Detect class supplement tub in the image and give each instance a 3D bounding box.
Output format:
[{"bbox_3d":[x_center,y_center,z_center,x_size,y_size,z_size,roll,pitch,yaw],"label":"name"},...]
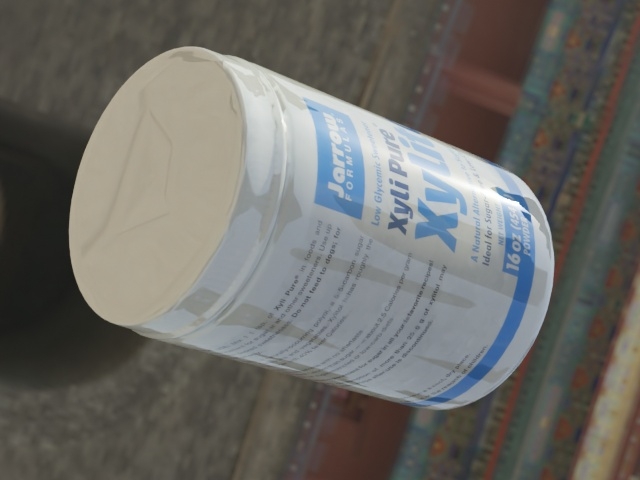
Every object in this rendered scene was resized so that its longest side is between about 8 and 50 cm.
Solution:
[{"bbox_3d":[0.000,0.000,0.419,0.071,0.107,0.071,-20,-119,43],"label":"supplement tub"}]
